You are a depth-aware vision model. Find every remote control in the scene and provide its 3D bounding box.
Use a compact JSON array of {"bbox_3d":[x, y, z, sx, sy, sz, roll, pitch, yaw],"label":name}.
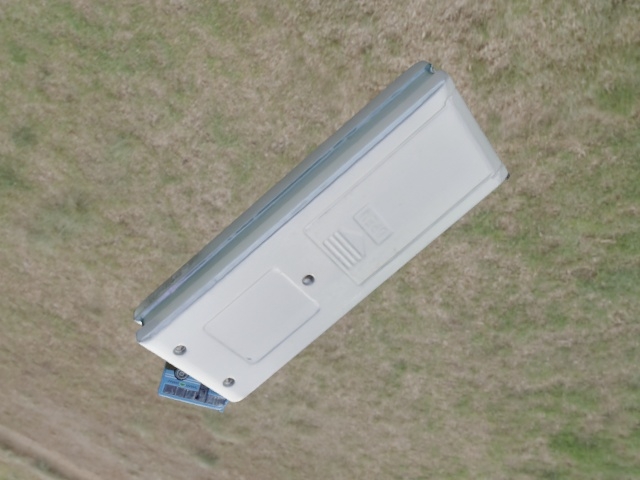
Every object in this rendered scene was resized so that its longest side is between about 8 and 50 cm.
[{"bbox_3d":[0.000,0.000,0.440,0.277,0.055,0.103,-40,126,6],"label":"remote control"}]

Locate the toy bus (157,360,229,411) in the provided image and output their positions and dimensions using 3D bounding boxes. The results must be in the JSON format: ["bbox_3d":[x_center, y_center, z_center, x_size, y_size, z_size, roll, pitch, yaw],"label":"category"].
[{"bbox_3d":[-0.138,0.161,0.669,0.083,0.038,0.046,18,99,-12],"label":"toy bus"}]
